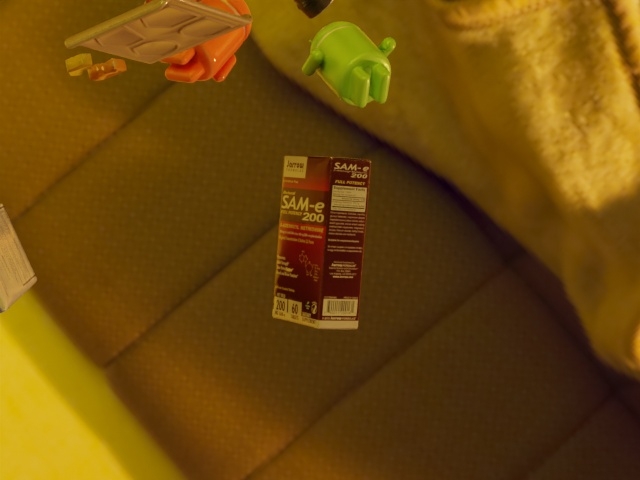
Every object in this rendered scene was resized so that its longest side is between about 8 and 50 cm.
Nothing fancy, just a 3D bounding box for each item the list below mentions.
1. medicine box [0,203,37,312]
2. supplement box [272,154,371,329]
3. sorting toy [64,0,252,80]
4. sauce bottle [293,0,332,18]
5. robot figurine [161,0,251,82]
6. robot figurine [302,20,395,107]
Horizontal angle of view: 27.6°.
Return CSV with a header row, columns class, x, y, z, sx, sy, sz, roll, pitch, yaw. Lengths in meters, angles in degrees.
class,x,y,z,sx,sy,sz,roll,pitch,yaw
medicine box,-0.605,0.071,2.012,0.289,0.263,0.149,-111,-3,-83
supplement box,0.000,0.000,1.856,0.130,0.073,0.240,8,94,57
sorting toy,-0.289,-0.322,2.052,0.307,0.229,0.041,-16,82,32
sauce bottle,-0.111,-0.458,1.857,0.344,0.111,0.111,40,166,-20
robot figurine,-0.211,-0.383,2.418,0.158,0.219,0.128,41,149,-8
robot figurine,0.031,-0.190,1.399,0.115,0.101,0.067,-125,29,-42
